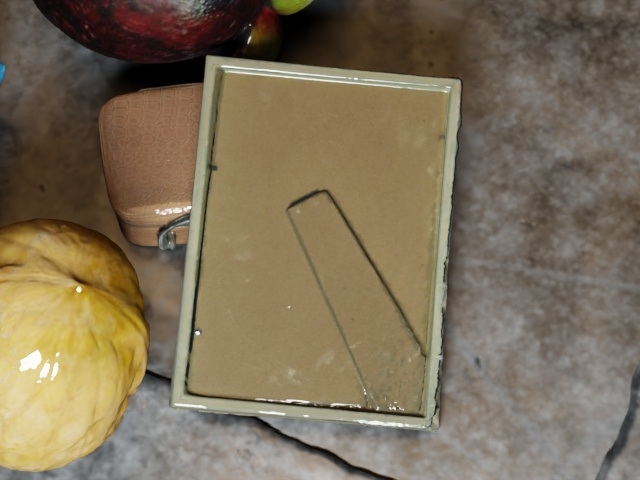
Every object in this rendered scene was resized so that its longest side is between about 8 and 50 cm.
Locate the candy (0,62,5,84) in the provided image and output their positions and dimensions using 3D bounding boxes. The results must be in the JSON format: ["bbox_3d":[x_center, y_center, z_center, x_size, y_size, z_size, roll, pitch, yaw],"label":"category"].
[{"bbox_3d":[-0.405,-0.053,1.635,0.157,0.100,0.306,25,55,-8],"label":"candy"}]

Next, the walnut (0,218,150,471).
[{"bbox_3d":[-0.232,0.086,1.538,0.195,0.222,0.195,13,54,-18],"label":"walnut"}]

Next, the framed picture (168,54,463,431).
[{"bbox_3d":[0.000,0.000,1.613,0.232,0.024,0.315,6,78,-1],"label":"framed picture"}]

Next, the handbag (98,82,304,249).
[{"bbox_3d":[-0.101,-0.068,1.688,0.193,0.072,0.151,-4,63,1],"label":"handbag"}]

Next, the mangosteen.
[{"bbox_3d":[-0.132,-0.298,1.707,0.300,0.300,0.300,-2,63,4],"label":"mangosteen"}]
